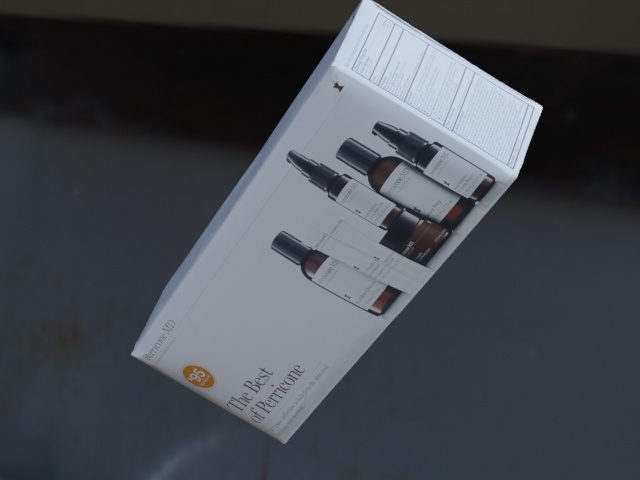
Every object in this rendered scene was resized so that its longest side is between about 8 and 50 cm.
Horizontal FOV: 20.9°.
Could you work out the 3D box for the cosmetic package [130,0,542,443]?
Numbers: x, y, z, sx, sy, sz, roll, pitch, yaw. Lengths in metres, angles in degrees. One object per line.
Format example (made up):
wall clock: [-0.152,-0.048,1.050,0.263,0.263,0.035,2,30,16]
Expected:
cosmetic package: [0.000,0.000,0.844,0.099,0.239,0.060,32,44,-5]
